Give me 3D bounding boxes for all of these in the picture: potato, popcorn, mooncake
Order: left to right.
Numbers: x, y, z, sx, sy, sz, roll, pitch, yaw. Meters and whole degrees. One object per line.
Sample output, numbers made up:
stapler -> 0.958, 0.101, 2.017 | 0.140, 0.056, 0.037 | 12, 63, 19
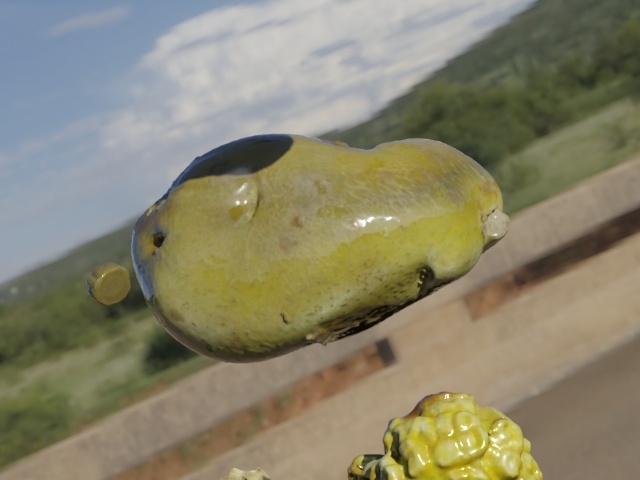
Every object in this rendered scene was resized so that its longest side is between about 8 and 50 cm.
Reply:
mooncake -> -0.411, 0.064, 2.018 | 0.347, 0.150, 0.057 | 17, 3, -26
potato -> 0.000, -0.004, 1.492 | 0.351, 0.202, 0.218 | -7, 11, 6
popcorn -> 0.144, 0.274, 1.827 | 0.189, 0.169, 0.218 | -22, -36, -17

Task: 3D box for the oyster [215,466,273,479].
oyster -> -0.023, 0.305, 1.231 | 0.083, 0.214, 0.223 | 1, 65, 53
